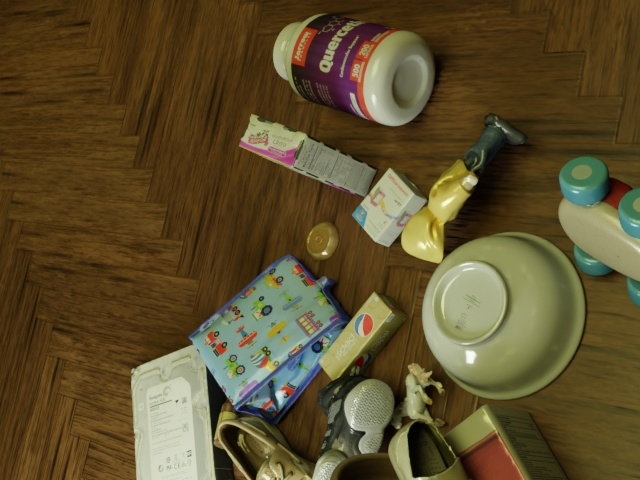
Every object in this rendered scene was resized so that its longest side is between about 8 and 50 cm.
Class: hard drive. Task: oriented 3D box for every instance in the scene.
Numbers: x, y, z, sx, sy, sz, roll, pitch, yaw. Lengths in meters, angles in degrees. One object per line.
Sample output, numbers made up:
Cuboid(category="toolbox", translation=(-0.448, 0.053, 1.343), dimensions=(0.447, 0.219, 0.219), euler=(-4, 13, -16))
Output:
Cuboid(category="hard drive", translation=(-0.300, 0.409, 2.045), dimensions=(0.237, 0.064, 0.339), euler=(-22, 63, 32))

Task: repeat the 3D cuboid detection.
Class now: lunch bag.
Cuboid(category="lunch bag", translation=(-0.085, 0.177, 1.908), dimensions=(0.293, 0.138, 0.221), euler=(-47, 50, 7))

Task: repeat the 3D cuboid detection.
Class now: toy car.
Cuboid(category="toy car", translation=(0.512, -0.062, 1.467), dimensions=(0.238, 0.219, 0.210), euler=(-41, 48, -13))

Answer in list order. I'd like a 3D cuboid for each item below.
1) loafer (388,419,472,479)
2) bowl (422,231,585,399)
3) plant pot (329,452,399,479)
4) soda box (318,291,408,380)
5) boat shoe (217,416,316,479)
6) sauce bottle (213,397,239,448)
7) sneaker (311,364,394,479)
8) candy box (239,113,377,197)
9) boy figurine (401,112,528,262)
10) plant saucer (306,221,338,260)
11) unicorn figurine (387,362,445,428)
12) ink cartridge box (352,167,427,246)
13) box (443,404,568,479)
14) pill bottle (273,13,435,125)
Cuboid(category="loafer", translation=(0.181, 0.378, 1.424), dimensions=(0.102, 0.092, 0.268), euler=(-21, 51, -17))
Cuboid(category="bowl", translation=(0.280, 0.114, 1.611), dimensions=(0.298, 0.134, 0.298), euler=(-13, 68, 36))
Cuboid(category="plant pot", translation=(0.123, 0.514, 1.573), dimensions=(0.263, 0.263, 0.229), euler=(27, 112, 41))
Cuboid(category="soda box", translation=(0.079, 0.187, 1.802), dimensions=(0.181, 0.058, 0.061), euler=(-52, 52, 14))
Cuboid(category="boat shoe", translation=(-0.077, 0.455, 1.815), dimensions=(0.341, 0.110, 0.122), euler=(33, 99, 40))
Cuboid(category="sauce bottle", translation=(-0.187, 0.362, 1.965), dimensions=(0.042, 0.042, 0.128), euler=(-12, 52, 36))
Cuboid(category="sneaker", translation=(0.039, 0.358, 1.738), dimensions=(0.269, 0.101, 0.153), euler=(-66, 21, 5))
Cuboid(category="candy box", translation=(-0.021, -0.162, 1.872), dimensions=(0.159, 0.233, 0.071), euler=(25, 93, 41))
Cuboid(category="boy figurine", translation=(0.246, -0.088, 1.682), dimensions=(0.092, 0.177, 0.285), euler=(33, 92, 1))
Cuboid(category="plant saucer", translation=(0.000, 0.000, 1.951), dimensions=(0.083, 0.015, 0.083), euler=(-13, 69, 36))
Cuboid(category="unicorn figurine", translation=(0.168, 0.289, 1.694), dimensions=(0.111, 0.060, 0.162), euler=(27, 109, 49))
Cuboid(category="ink cartridge box", translation=(0.133, -0.064, 1.837), dimensions=(0.122, 0.052, 0.088), euler=(-51, 51, 14))
Cuboid(category="box", translation=(0.302, 0.391, 1.499), dimensions=(0.127, 0.148, 0.232), euler=(-44, 53, 23))
Cuboid(category="pill bottle", translation=(0.057, -0.346, 1.897), dimensions=(0.323, 0.181, 0.181), euler=(23, 92, 41))
